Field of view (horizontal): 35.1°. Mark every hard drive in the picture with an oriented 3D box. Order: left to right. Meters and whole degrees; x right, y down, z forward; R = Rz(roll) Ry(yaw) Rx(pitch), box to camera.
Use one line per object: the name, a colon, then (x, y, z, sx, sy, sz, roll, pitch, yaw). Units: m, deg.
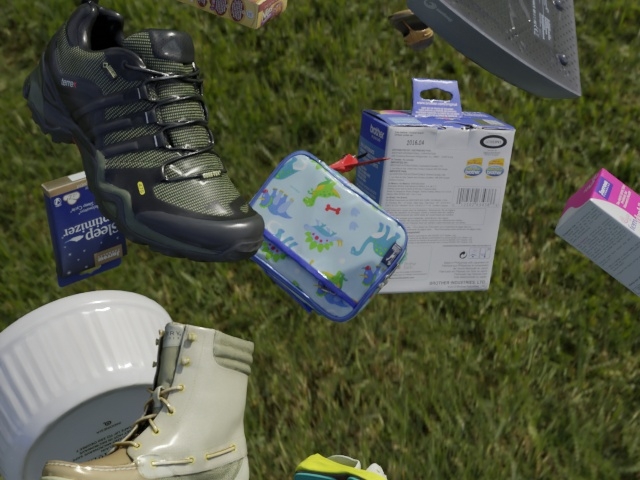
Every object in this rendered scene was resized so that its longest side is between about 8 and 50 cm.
hard drive: (0.194, -0.267, 1.137, 0.054, 0.254, 0.172, -27, 49, 43)

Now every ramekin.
ramekin: (-0.269, 0.199, 1.192, 0.273, 0.273, 0.127, -31, 51, -10)

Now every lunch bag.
lunch bag: (0.000, 0.000, 1.404, 0.219, 0.090, 0.176, 40, 87, 7)

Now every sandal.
sandal: (0.174, -0.376, 1.842, 0.072, 0.180, 0.049, -17, 75, 13)

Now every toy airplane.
toy airplane: (0.029, -0.114, 1.596, 0.151, 0.151, 0.028, -20, 101, -5)

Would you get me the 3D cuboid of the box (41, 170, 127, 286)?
box: (-0.426, -0.020, 1.853, 0.136, 0.225, 0.036, -23, 40, -31)

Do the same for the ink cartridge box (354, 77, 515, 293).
ink cartridge box: (0.210, -0.106, 1.952, 0.270, 0.395, 0.151, -1, 20, -21)

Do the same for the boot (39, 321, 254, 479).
boot: (-0.147, 0.155, 0.906, 0.077, 0.213, 0.165, -7, 76, 46)

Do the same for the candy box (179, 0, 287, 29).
candy box: (-0.164, -0.438, 1.785, 0.186, 0.053, 0.109, 22, 37, 18)

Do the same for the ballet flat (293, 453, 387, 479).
ballet flat: (0.058, 0.398, 1.681, 0.231, 0.077, 0.077, 6, 32, 40)

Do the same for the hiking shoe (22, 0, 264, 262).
hiking shoe: (-0.114, -0.081, 0.680, 0.227, 0.114, 0.086, 43, 33, 20)

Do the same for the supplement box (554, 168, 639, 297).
supplement box: (0.563, -0.010, 1.879, 0.220, 0.114, 0.111, 36, 46, -2)
